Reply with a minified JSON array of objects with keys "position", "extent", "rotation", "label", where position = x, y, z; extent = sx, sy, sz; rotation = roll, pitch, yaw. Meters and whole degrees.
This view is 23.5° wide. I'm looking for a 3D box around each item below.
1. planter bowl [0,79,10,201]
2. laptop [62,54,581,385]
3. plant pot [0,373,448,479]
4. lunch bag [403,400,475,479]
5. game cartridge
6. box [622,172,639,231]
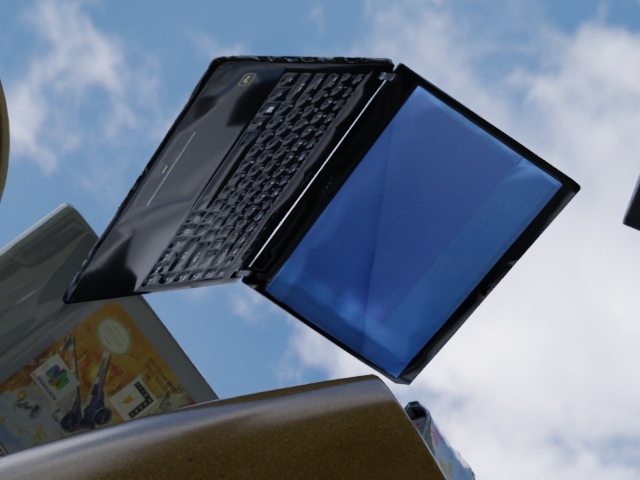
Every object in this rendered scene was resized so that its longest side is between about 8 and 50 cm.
[{"position":[-0.197,-0.023,0.511],"extent":[0.162,0.109,0.162],"rotation":[11,-114,-25],"label":"planter bowl"},{"position":[0.000,0.000,1.069],"extent":[0.264,0.234,0.136],"rotation":[-6,-128,-47],"label":"laptop"},{"position":[-0.059,0.168,0.673],"extent":[0.254,0.237,0.237],"rotation":[-29,-108,-5],"label":"plant pot"},{"position":[0.072,0.164,1.082],"extent":[0.071,0.053,0.083],"rotation":[54,-145,-24],"label":"lunch bag"},{"position":[-0.177,0.146,1.144],"extent":[0.198,0.062,0.297],"rotation":[-39,-83,-21],"label":"game cartridge"},{"position":[0.333,-0.092,1.301],"extent":[0.093,0.156,0.158],"rotation":[22,-149,10],"label":"box"}]
